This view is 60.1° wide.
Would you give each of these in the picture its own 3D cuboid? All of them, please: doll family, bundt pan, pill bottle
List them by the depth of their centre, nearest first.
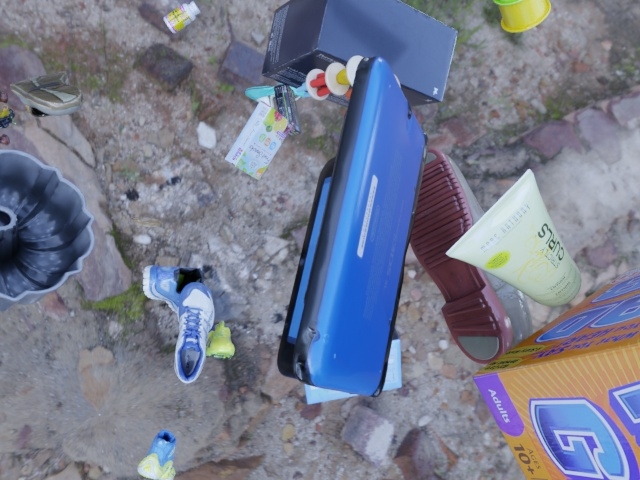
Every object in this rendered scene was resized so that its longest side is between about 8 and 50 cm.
[{"bbox_3d":[-0.603,-0.011,1.025,0.331,0.124,0.330,22,47,-26],"label":"bundt pan"},{"bbox_3d":[-0.772,-0.272,1.293,0.076,0.193,0.111,53,35,-4],"label":"doll family"},{"bbox_3d":[-0.331,-0.538,1.329,0.083,0.043,0.043,-32,87,6],"label":"pill bottle"}]

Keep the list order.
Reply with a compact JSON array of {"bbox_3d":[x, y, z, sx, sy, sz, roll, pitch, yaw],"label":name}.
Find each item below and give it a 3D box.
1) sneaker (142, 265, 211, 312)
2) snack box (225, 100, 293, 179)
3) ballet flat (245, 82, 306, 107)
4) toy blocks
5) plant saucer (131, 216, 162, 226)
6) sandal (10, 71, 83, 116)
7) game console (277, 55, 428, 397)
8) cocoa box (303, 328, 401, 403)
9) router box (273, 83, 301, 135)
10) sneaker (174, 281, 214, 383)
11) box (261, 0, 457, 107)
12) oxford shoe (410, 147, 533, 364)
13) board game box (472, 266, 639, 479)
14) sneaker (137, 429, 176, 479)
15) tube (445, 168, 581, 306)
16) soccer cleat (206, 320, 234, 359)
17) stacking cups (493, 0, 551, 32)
[{"bbox_3d":[-0.426,0.159,1.779,0.147,0.330,0.129,-5,74,15],"label":"sneaker"},{"bbox_3d":[-0.127,-0.207,1.158,0.037,0.100,0.141,35,94,26],"label":"snack box"},{"bbox_3d":[-0.161,-0.519,1.985,0.083,0.247,0.087,-12,96,-68],"label":"ballet flat"},{"bbox_3d":[0.041,-0.255,0.933,0.123,0.148,0.054,13,83,-39],"label":"toy blocks"},{"bbox_3d":[-0.478,-0.050,1.522,0.083,0.083,0.015,7,99,-20],"label":"plant saucer"},{"bbox_3d":[-0.346,-0.179,0.708,0.072,0.180,0.049,-23,126,-28],"label":"sandal"},{"bbox_3d":[0.000,0.000,0.582,0.173,0.250,0.293,5,74,26],"label":"game console"},{"bbox_3d":[0.094,0.398,1.970,0.347,0.228,0.231,-9,120,-5],"label":"cocoa box"},{"bbox_3d":[-0.087,-0.346,1.473,0.038,0.092,0.122,-10,91,9],"label":"router box"},{"bbox_3d":[-0.369,0.273,1.630,0.112,0.131,0.296,3,89,-14],"label":"sneaker"},{"bbox_3d":[0.085,-0.448,1.325,0.343,0.312,0.178,13,90,-29],"label":"box"},{"bbox_3d":[0.239,0.016,0.895,0.130,0.123,0.348,-11,82,-38],"label":"oxford shoe"},{"bbox_3d":[0.470,0.201,0.584,0.356,0.356,0.356,-23,80,-28],"label":"board game box"},{"bbox_3d":[-0.441,0.612,1.574,0.091,0.240,0.126,24,68,2],"label":"sneaker"},{"bbox_3d":[0.197,0.013,0.531,0.240,0.062,0.070,29,67,-51],"label":"tube"},{"bbox_3d":[-0.329,0.319,1.785,0.093,0.289,0.121,9,80,-14],"label":"soccer cleat"},{"bbox_3d":[0.321,-0.527,0.977,0.316,0.096,0.096,49,57,-40],"label":"stacking cups"}]
